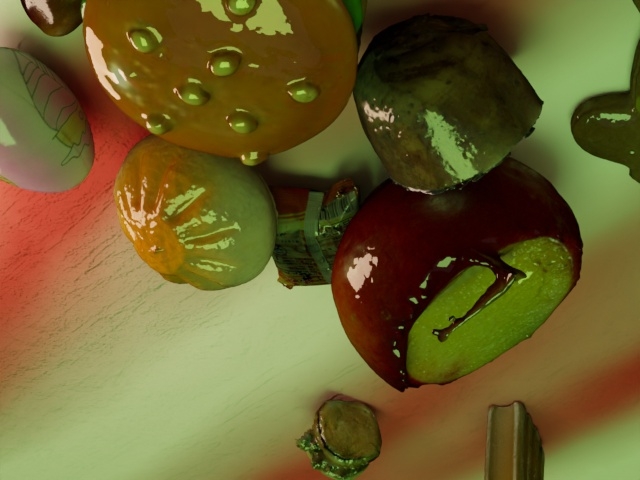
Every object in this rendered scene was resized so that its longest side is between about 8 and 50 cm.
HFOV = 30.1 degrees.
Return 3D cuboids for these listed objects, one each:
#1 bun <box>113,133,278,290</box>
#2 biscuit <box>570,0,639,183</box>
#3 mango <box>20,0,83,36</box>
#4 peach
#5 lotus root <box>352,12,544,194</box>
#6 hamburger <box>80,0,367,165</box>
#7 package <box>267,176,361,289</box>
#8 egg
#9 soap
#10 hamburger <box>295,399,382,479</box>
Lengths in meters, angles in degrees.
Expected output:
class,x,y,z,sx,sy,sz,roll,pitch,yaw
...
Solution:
class,x,y,z,sx,sy,sz,roll,pitch,yaw
bun,-0.223,-0.030,1.955,0.299,0.165,0.299,22,134,25
biscuit,0.579,-0.212,1.710,0.368,0.076,0.394,13,138,-1
mango,-0.376,-0.404,1.678,0.133,0.111,0.267,18,142,16
peach,0.194,0.032,1.872,0.335,0.310,0.406,5,136,-46
lotus root,0.164,-0.215,1.680,0.272,0.272,0.192,-18,121,28
hamburger,-0.133,-0.304,1.613,0.396,0.277,0.395,5,137,5
package,-0.006,0.001,2.048,0.223,0.108,0.288,-4,139,19
egg,-0.469,-0.184,1.879,0.271,0.196,0.196,38,132,-27
soap,0.384,0.482,2.363,0.089,0.274,0.173,-11,134,22
hamburger,0.033,0.418,2.460,0.185,0.159,0.131,6,145,-24
